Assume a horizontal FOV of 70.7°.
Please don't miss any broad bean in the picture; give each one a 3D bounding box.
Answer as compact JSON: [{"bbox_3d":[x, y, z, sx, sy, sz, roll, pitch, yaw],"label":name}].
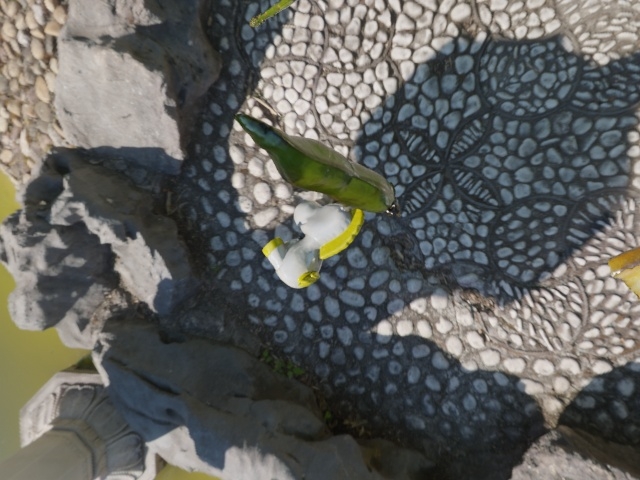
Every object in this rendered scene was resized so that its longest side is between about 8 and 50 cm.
[{"bbox_3d":[0.014,-0.087,0.602,0.077,0.339,0.061,11,88,42],"label":"broad bean"}]

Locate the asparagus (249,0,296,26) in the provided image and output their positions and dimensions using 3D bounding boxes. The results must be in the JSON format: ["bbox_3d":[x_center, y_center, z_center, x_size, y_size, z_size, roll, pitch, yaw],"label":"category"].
[{"bbox_3d":[-0.054,-0.269,0.527,0.016,0.166,0.013,-19,111,-21],"label":"asparagus"}]

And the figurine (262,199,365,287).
[{"bbox_3d":[-0.003,-0.004,0.717,0.178,0.130,0.109,-53,127,-7],"label":"figurine"}]

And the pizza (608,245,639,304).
[{"bbox_3d":[0.618,0.056,0.679,0.324,0.089,0.223,-9,130,24],"label":"pizza"}]
